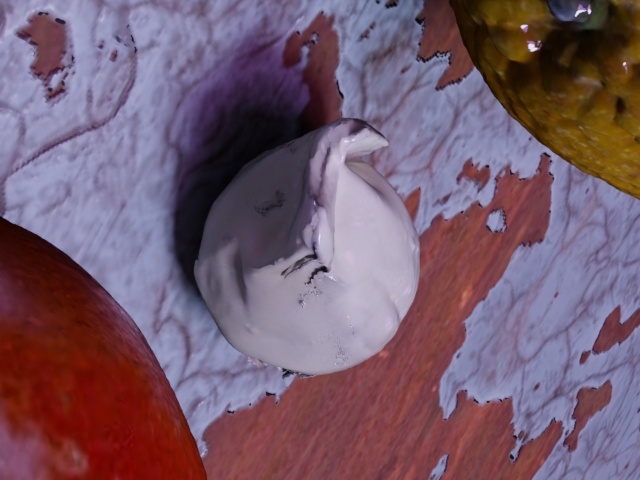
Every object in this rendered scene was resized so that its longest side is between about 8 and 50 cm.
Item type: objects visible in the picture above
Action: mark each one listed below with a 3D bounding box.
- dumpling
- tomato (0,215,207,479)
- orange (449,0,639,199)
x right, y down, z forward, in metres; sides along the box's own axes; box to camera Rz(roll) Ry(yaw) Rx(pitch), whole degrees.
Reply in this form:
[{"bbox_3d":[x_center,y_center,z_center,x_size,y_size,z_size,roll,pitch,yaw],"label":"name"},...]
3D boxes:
[{"bbox_3d":[0.000,0.000,0.892,0.199,0.118,0.136,106,8,-68],"label":"dumpling"},{"bbox_3d":[-0.167,0.164,0.643,0.290,0.176,0.335,2,113,-50],"label":"tomato"},{"bbox_3d":[0.233,-0.176,0.889,0.357,0.322,0.322,-26,132,-41],"label":"orange"}]
